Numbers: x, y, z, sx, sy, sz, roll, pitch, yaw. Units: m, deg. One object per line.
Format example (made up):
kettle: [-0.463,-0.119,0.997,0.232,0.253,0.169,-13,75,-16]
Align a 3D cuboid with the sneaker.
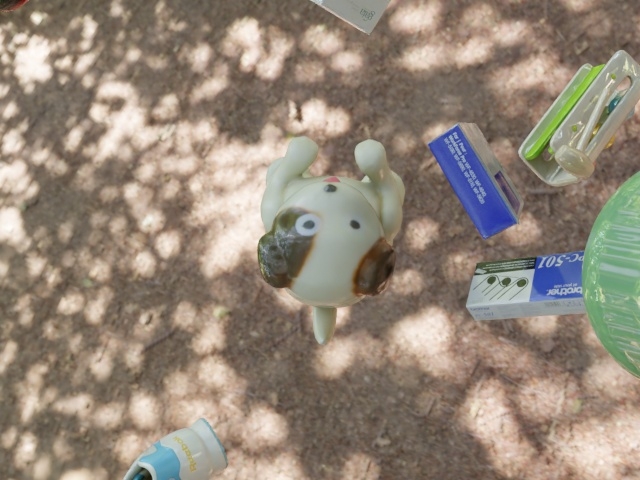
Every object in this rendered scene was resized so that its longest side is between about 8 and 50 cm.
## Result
sneaker: [-0.183,0.282,0.967,0.087,0.092,0.229,53,142,22]

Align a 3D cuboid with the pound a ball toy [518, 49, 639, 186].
pound a ball toy: [0.551,-0.227,1.689,0.319,0.135,0.208,-52,13,-15]

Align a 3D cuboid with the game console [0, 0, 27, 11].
game console: [-0.200,-0.330,0.386,0.060,0.342,0.386,-41,4,-37]

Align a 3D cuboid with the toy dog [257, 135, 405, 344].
toy dog: [0.000,0.000,1.524,0.408,0.284,0.396,-83,10,-88]

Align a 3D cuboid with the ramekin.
ramekin: [0.476,0.046,0.976,0.303,0.303,0.148,-58,6,1]

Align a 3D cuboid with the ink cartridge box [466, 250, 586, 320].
ink cartridge box: [0.352,0.076,1.400,0.207,0.046,0.097,-8,46,35]

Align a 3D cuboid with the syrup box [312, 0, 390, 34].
syrup box: [0.076,-0.408,1.124,0.237,0.093,0.096,-57,37,16]

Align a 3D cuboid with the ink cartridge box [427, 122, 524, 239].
ink cartridge box: [0.239,-0.096,1.272,0.065,0.332,0.165,-31,88,15]
